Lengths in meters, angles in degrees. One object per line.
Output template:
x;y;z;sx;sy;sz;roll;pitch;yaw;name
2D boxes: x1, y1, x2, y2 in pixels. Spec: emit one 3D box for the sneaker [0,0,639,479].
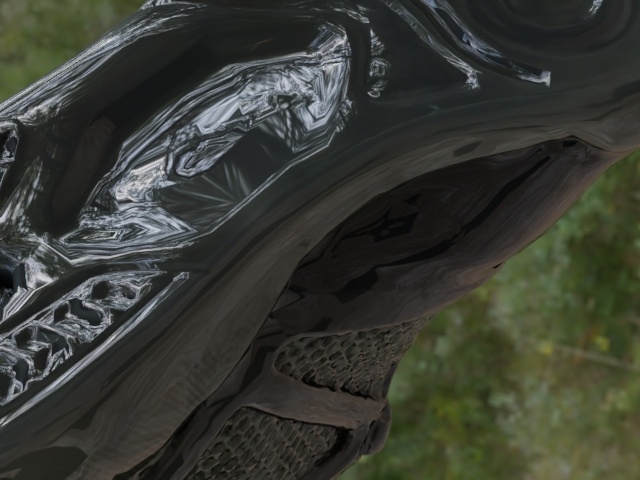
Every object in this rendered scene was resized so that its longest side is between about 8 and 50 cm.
0.000;0.000;0.403;0.227;0.087;0.130;-37;-24;-19;sneaker
